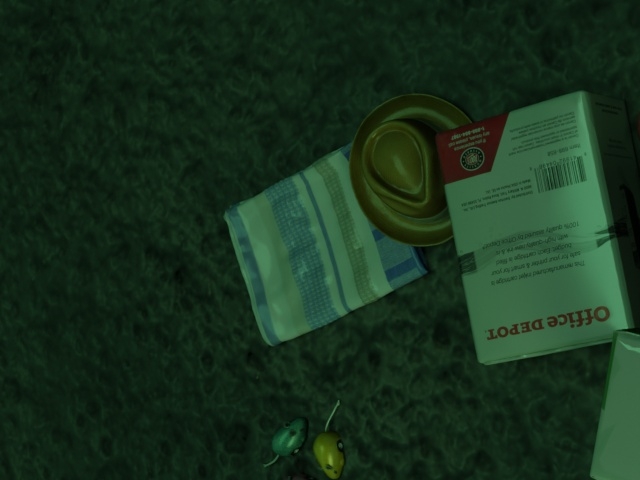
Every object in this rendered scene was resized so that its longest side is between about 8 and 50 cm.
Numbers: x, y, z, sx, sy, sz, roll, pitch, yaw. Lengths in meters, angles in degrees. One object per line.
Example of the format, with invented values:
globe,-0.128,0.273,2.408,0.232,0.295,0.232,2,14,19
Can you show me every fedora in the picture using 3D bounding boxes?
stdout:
fedora,0.108,-0.089,1.780,0.194,0.079,0.194,-1,87,25

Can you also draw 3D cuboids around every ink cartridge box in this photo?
ink cartridge box,0.260,-0.009,1.650,0.197,0.114,0.273,-15,80,35
ink cartridge box,0.373,0.169,1.501,0.093,0.212,0.154,12,96,35

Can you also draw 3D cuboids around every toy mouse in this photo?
toy mouse,-0.032,0.296,1.942,0.143,0.031,0.161,-8,85,39

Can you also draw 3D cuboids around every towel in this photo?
towel,0.000,0.000,1.917,0.285,0.034,0.209,-27,74,36

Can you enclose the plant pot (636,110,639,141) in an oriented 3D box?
plant pot,0.454,-0.072,1.423,0.275,0.275,0.243,-48,52,28
